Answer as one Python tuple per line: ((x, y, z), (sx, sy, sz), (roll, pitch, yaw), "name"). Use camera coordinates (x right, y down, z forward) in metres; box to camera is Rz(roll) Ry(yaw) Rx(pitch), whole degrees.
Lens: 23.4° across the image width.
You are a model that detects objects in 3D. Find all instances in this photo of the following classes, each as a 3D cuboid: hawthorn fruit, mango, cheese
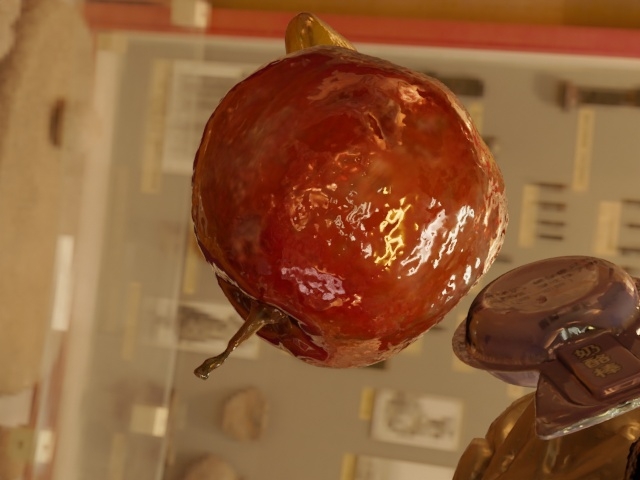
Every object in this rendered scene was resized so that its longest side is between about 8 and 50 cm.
((0.000, 0.000, 1.118), (0.271, 0.242, 0.242), (-53, 148, -26), "hawthorn fruit")
((0.004, -0.168, 1.461), (0.114, 0.057, 0.079), (56, 36, -34), "mango")
((0.122, 0.047, 0.761), (0.191, 0.105, 0.042), (-120, -170, -74), "cheese")

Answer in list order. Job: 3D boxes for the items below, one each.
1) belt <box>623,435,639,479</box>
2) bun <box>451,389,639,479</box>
((0.200, 0.252, 0.980), (0.359, 0.094, 0.126), (-47, 112, -34), "belt")
((0.234, 0.265, 1.260), (0.211, 0.360, 0.359), (-4, 100, -43), "bun")
